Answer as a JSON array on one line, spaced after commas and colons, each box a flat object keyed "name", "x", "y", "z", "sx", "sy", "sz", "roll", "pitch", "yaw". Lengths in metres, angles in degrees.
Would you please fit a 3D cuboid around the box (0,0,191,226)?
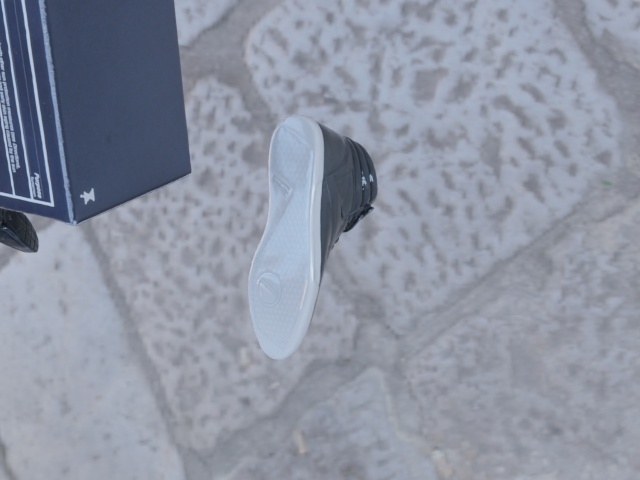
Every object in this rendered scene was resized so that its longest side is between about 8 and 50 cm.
[{"name": "box", "x": -0.298, "y": -0.195, "z": 1.222, "sx": 0.294, "sy": 0.182, "sz": 0.296, "roll": 12, "pitch": 116, "yaw": 34}]

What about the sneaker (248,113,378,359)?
[{"name": "sneaker", "x": 0.000, "y": 0.000, "z": 1.537, "sx": 0.104, "sy": 0.147, "sz": 0.296, "roll": 10, "pitch": 94, "yaw": 38}]

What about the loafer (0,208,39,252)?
[{"name": "loafer", "x": -0.540, "y": -0.025, "z": 2.111, "sx": 0.061, "sy": 0.170, "sz": 0.062, "roll": -20, "pitch": 52, "yaw": 17}]
